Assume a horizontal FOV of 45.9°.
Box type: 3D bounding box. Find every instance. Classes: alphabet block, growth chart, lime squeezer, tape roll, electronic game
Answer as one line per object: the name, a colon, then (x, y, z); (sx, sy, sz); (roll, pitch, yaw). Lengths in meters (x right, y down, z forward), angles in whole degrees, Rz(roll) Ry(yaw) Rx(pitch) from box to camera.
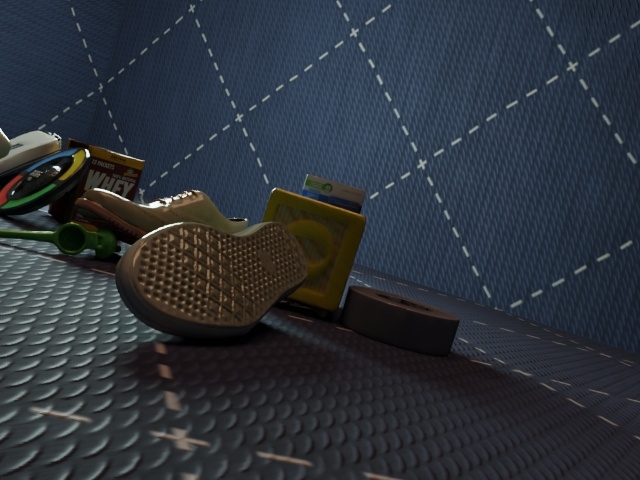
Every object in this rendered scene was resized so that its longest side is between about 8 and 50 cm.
alphabet block: (-0.025, 0.016, 1.484); (0.193, 0.193, 0.197); (16, 2, 1)
growth chart: (-0.111, 0.101, 1.458); (0.237, 0.021, 0.172); (15, 3, -12)
lime squeezer: (-0.436, -0.005, 1.343); (0.110, 0.058, 0.310); (18, 4, 30)
tape roll: (0.150, 0.150, 1.437); (0.219, 0.072, 0.219); (15, 3, -1)
electronic game: (-0.597, -0.129, 1.623); (0.229, 0.229, 0.048); (19, -37, 50)

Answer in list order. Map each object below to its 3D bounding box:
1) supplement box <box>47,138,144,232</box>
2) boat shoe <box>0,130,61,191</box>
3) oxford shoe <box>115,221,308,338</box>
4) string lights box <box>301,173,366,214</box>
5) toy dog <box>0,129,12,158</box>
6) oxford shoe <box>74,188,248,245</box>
supplement box: (-0.531, -0.123, 1.778); (0.129, 0.191, 0.194); (15, 2, -35)
boat shoe: (-0.752, -0.138, 1.781); (0.127, 0.158, 0.341); (23, 34, 31)
oxford shoe: (-0.152, 0.061, 1.072); (0.130, 0.169, 0.449); (-27, -4, 19)
string lights box: (0.000, 0.000, 1.633); (0.133, 0.259, 0.077); (15, 2, 0)
toy dog: (-0.741, -0.227, 1.331); (0.395, 0.284, 0.408); (53, -9, -34)
oxford shoe: (-0.302, -0.043, 1.498); (0.141, 0.146, 0.397); (13, -8, 40)
